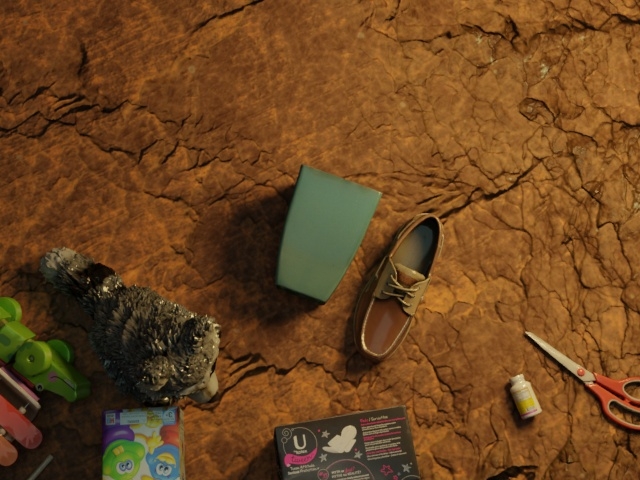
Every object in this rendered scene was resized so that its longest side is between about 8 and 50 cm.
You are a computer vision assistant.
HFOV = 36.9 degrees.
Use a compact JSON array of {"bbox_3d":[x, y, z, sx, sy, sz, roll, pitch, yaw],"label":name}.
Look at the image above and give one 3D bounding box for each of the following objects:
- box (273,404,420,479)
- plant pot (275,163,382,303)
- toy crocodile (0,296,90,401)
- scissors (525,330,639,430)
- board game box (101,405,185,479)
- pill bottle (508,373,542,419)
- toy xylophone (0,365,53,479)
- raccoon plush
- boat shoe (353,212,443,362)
[{"bbox_3d":[0.042,0.401,1.786,0.247,0.163,0.142,-7,73,-6],"label":"box"},{"bbox_3d":[0.000,0.000,1.891,0.165,0.166,0.234,20,81,1],"label":"plant pot"},{"bbox_3d":[-0.579,0.199,1.818,0.340,0.115,0.105,37,95,7],"label":"toy crocodile"},{"bbox_3d":[0.534,0.284,1.927,0.297,0.021,0.109,23,77,0],"label":"scissors"},{"bbox_3d":[-0.321,0.451,1.754,0.142,0.144,0.275,-3,75,-5],"label":"board game box"},{"bbox_3d":[0.403,0.308,1.899,0.043,0.043,0.083,-19,77,-9],"label":"pill bottle"},{"bbox_3d":[-0.636,0.396,1.760,0.236,0.081,0.322,35,73,-2],"label":"toy xylophone"},{"bbox_3d":[-0.366,0.157,1.747,0.446,0.299,0.216,26,75,3],"label":"raccoon plush"},{"bbox_3d":[0.155,0.084,1.900,0.123,0.116,0.324,22,75,2],"label":"boat shoe"}]
